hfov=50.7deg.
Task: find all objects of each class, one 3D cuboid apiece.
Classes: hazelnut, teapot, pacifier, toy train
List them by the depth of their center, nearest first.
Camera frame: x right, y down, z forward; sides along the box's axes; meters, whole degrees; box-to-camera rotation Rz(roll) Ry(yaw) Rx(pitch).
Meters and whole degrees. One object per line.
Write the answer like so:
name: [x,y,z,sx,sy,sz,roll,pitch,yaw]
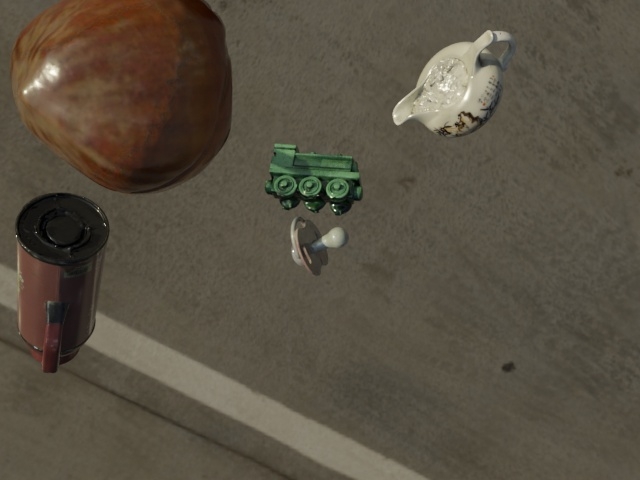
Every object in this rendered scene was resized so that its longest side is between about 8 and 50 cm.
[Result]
hazelnut: [-0.150,-0.128,0.541,0.182,0.182,0.182,4,123,6]
pacifier: [0.000,0.000,0.912,0.078,0.099,0.081,-19,103,21]
toy train: [-0.009,-0.107,1.153,0.171,0.111,0.071,5,160,10]
teapot: [0.305,-0.345,1.474,0.166,0.208,0.299,13,140,-28]

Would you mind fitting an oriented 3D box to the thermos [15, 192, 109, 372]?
thermos: [-0.362,0.089,0.947,0.136,0.110,0.330,52,142,20]
